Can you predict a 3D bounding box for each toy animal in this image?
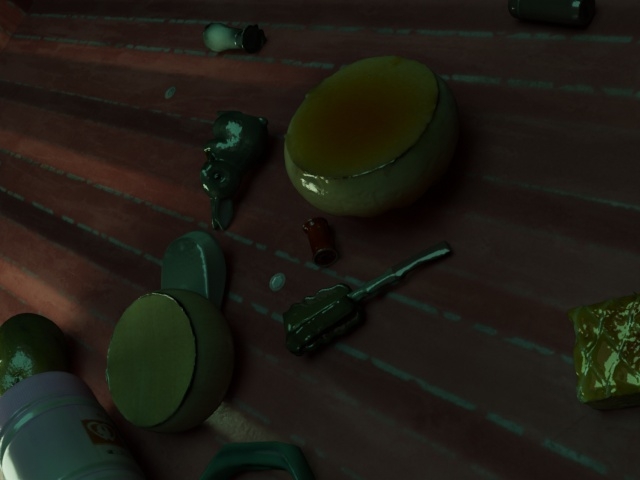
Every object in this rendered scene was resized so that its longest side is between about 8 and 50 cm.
[{"bbox_3d":[-0.183,-0.148,1.523,0.138,0.108,0.236,-2,63,38],"label":"toy animal"}]

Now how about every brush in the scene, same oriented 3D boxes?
[{"bbox_3d":[0.069,0.081,1.204,0.301,0.071,0.084,-31,44,14],"label":"brush"}]

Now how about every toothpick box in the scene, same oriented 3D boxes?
[{"bbox_3d":[0.000,0.000,1.320,0.047,0.047,0.083,-34,46,19],"label":"toothpick box"}]

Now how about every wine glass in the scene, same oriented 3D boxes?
[{"bbox_3d":[-0.200,-0.467,1.770,0.155,0.072,0.072,18,76,44],"label":"wine glass"}]

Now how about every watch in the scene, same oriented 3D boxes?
[{"bbox_3d":[-0.103,0.399,1.146,0.237,0.068,0.195,-10,60,31],"label":"watch"}]

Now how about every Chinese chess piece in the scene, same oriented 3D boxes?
[{"bbox_3d":[-0.264,0.207,1.335,0.249,0.103,0.250,-9,74,34],"label":"Chinese chess piece"}]

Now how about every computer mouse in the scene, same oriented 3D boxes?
[{"bbox_3d":[-0.236,0.093,1.443,0.127,0.079,0.231,-7,77,35],"label":"computer mouse"}]

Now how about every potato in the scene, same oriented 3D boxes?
[{"bbox_3d":[-0.615,0.248,1.603,0.174,0.159,0.251,-24,37,-4],"label":"potato"}]

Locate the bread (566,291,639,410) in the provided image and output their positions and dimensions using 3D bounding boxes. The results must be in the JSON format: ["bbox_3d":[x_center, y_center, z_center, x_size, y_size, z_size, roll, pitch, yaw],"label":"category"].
[{"bbox_3d":[0.392,0.124,0.897,0.188,0.068,0.126,-17,55,32],"label":"bread"}]

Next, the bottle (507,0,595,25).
[{"bbox_3d":[0.372,-0.380,1.245,0.140,0.053,0.053,25,81,46],"label":"bottle"}]

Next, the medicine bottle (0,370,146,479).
[{"bbox_3d":[-0.435,0.391,1.325,0.202,0.202,0.316,-52,44,1],"label":"medicine bottle"}]

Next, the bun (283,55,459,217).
[{"bbox_3d":[0.087,-0.152,1.260,0.298,0.165,0.299,-15,47,17],"label":"bun"}]
